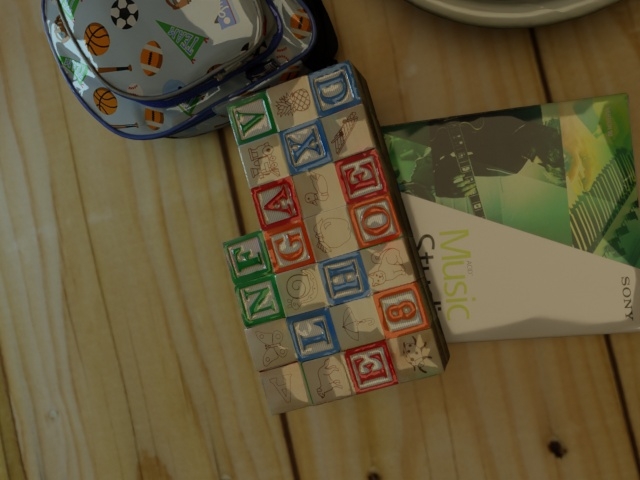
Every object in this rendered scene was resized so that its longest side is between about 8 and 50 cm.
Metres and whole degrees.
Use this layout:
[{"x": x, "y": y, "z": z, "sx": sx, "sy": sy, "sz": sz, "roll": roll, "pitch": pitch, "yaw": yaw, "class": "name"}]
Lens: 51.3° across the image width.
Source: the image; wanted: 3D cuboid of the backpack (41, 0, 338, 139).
[{"x": -0.148, "y": -0.228, "z": 0.694, "sx": 0.263, "sy": 0.213, "sz": 0.276, "roll": -29, "pitch": 87, "yaw": 22, "class": "backpack"}]

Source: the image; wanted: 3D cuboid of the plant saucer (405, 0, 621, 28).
[{"x": 0.199, "y": -0.399, "z": 0.656, "sx": 0.400, "sy": 0.100, "sz": 0.400, "roll": 0, "pitch": 91, "yaw": 13, "class": "plant saucer"}]

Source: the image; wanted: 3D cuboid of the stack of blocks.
[{"x": 0.000, "y": 0.000, "z": 0.655, "sx": 0.171, "sy": 0.087, "sz": 0.297, "roll": -17, "pitch": 86, "yaw": 14, "class": "stack of blocks"}]

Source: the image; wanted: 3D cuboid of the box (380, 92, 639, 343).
[{"x": 0.156, "y": -0.012, "z": 0.689, "sx": 0.322, "sy": 0.058, "sz": 0.232, "roll": -6, "pitch": 89, "yaw": 13, "class": "box"}]
